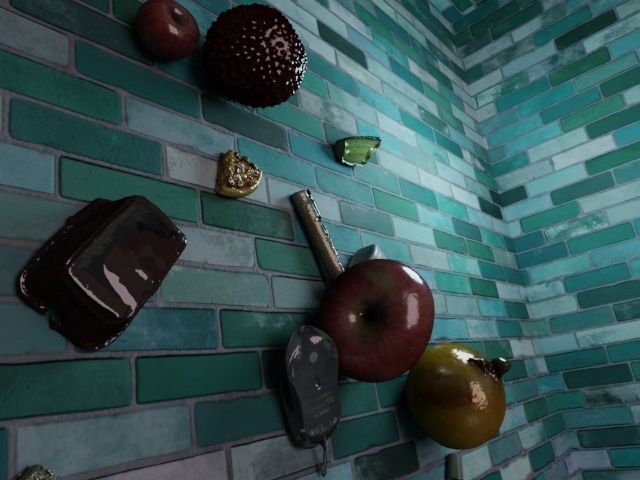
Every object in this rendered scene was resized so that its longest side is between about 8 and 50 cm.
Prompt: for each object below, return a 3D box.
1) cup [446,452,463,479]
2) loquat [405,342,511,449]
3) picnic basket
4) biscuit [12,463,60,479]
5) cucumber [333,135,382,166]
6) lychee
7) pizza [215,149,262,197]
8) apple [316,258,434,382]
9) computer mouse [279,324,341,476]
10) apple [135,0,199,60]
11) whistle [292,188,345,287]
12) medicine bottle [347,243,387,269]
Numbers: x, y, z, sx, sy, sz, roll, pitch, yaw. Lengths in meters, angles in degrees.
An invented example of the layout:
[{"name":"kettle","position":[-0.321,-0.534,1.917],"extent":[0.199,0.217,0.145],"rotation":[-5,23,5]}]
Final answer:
[{"name":"cup","position":[0.456,0.767,1.675],"extent":[0.075,0.055,0.083],"rotation":[41,42,-30]},{"name":"loquat","position":[0.443,0.472,1.577],"extent":[0.328,0.359,0.328],"rotation":[39,22,-20]},{"name":"picnic basket","position":[-0.383,0.036,0.937],"extent":[0.222,0.129,0.296],"rotation":[49,39,-21]},{"name":"biscuit","position":[-0.403,0.476,0.749],"extent":[0.249,0.046,0.147],"rotation":[57,37,-14]},{"name":"cucumber","position":[0.127,-0.334,1.818],"extent":[0.086,0.115,0.193],"rotation":[35,28,31]},{"name":"lychee","position":[-0.176,-0.500,1.370],"extent":[0.305,0.276,0.275],"rotation":[-20,88,-33]},{"name":"pizza","position":[-0.222,-0.178,1.320],"extent":[0.134,0.046,0.175],"rotation":[57,38,-14]},{"name":"apple","position":[0.154,0.220,1.384],"extent":[0.269,0.345,0.344],"rotation":[46,34,-69]},{"name":"computer mouse","position":[-0.029,0.396,1.238],"extent":[0.167,0.090,0.378],"rotation":[-8,92,-40]},{"name":"apple","position":[-0.382,-0.521,1.239],"extent":[0.154,0.120,0.153],"rotation":[26,50,-36]},{"name":"whistle","position":[0.000,0.000,1.500],"extent":[0.068,0.057,0.326],"rotation":[-22,89,-14]},{"name":"medicine bottle","position":[0.214,0.163,1.641],"extent":[0.296,0.111,0.161],"rotation":[54,38,-19]}]
